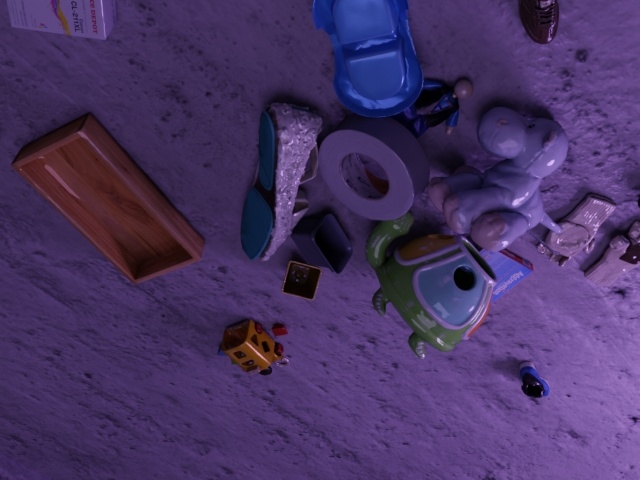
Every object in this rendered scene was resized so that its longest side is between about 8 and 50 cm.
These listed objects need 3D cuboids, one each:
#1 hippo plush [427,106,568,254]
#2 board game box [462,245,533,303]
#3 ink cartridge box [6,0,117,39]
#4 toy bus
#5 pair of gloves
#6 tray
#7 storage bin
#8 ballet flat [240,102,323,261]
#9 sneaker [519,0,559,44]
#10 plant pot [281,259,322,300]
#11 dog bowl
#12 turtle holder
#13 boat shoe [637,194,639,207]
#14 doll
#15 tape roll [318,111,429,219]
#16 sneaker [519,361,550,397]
[{"bbox_3d":[0.374,-0.122,1.421,0.294,0.234,0.236,25,122,8],"label":"hippo plush"},{"bbox_3d":[0.364,0.113,1.790,0.145,0.027,0.281,28,130,-18],"label":"board game box"},{"bbox_3d":[-0.463,-0.441,1.314,0.175,0.072,0.127,8,133,-1],"label":"ink cartridge box"},{"bbox_3d":[-0.176,0.308,1.979,0.202,0.104,0.191,11,134,-4],"label":"toy bus"},{"bbox_3d":[0.626,0.010,1.654,0.240,0.042,0.204,26,131,-17],"label":"pair of gloves"},{"bbox_3d":[-0.465,-0.080,1.660,0.203,0.076,0.411,-20,129,23],"label":"tray"},{"bbox_3d":[0.000,0.000,1.685,0.091,0.098,0.135,6,142,40],"label":"storage bin"},{"bbox_3d":[-0.074,-0.110,1.559,0.147,0.147,0.408,11,134,-5],"label":"ballet flat"},{"bbox_3d":[0.373,-0.409,1.258,0.066,0.071,0.188,-10,131,15],"label":"sneaker"},{"bbox_3d":[-0.048,0.088,1.764,0.082,0.083,0.081,15,96,-7],"label":"plant pot"},{"bbox_3d":[0.089,-0.364,1.330,0.166,0.074,0.297,-9,131,14],"label":"dog bowl"},{"bbox_3d":[0.248,0.080,1.659,0.227,0.320,0.243,-40,157,19],"label":"turtle holder"},{"bbox_3d":[0.734,-0.094,1.545,0.133,0.048,0.042,-12,165,5],"label":"boat shoe"},{"bbox_3d":[0.217,-0.252,1.442,0.189,0.046,0.129,-34,113,24],"label":"doll"},{"bbox_3d":[0.104,-0.146,1.473,0.219,0.072,0.219,26,142,22],"label":"tape roll"},{"bbox_3d":[0.586,0.404,2.004,0.058,0.084,0.152,-20,129,23],"label":"sneaker"}]
